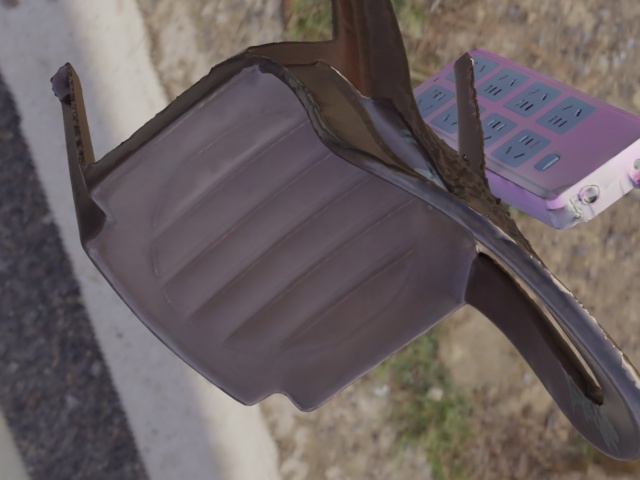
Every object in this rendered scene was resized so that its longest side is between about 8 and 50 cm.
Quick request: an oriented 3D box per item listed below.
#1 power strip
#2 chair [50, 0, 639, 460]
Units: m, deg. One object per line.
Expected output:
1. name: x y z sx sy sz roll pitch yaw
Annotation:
1. power strip: 0.159 -0.086 1.263 0.109 0.279 0.037 -35 122 -12
2. chair: 0.000 0.000 0.671 0.183 0.326 0.175 -36 116 13
